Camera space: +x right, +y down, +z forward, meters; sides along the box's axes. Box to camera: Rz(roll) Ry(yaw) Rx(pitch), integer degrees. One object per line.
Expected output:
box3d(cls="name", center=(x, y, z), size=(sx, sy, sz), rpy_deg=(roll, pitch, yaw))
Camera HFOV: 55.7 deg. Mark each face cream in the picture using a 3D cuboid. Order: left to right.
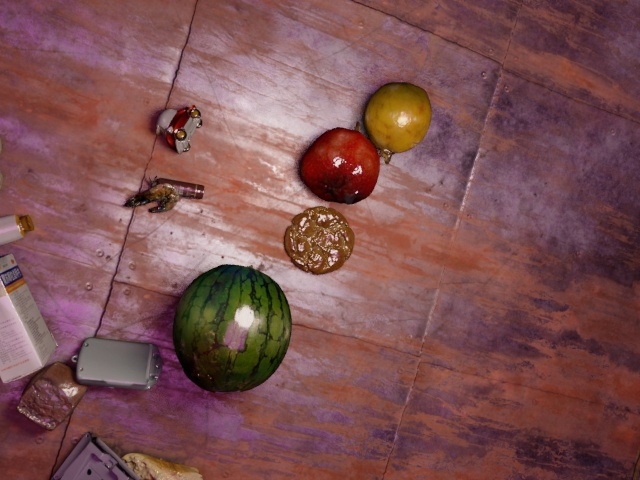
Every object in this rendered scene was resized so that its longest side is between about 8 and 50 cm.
box3d(cls="face cream", center=(-0.870, -0.021, 1.631), size=(0.182, 0.051, 0.072), rpy_deg=(-19, 97, -13))

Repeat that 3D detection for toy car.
box3d(cls="toy car", center=(-0.408, -0.329, 1.721), size=(0.112, 0.112, 0.139), rpy_deg=(27, 76, 0))

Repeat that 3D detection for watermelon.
box3d(cls="watermelon", center=(-0.242, 0.240, 1.680), size=(0.363, 0.363, 0.363), rpy_deg=(-1, 94, -15))

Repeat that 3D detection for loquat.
box3d(cls="loquat", center=(0.227, -0.350, 1.828), size=(0.213, 0.213, 0.246), rpy_deg=(19, 83, -16))

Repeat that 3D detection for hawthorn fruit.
box3d(cls="hawthorn fruit", center=(0.077, -0.245, 1.805), size=(0.230, 0.210, 0.266), rpy_deg=(27, 74, -7))

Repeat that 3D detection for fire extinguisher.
box3d(cls="fire extinguisher", center=(-0.418, -0.152, 1.753), size=(0.158, 0.043, 0.064), rpy_deg=(9, 133, -15))

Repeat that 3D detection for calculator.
box3d(cls="calculator", center=(-0.571, 0.346, 1.707), size=(0.246, 0.045, 0.141), rpy_deg=(10, 51, -17))

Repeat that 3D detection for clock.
box3d(cls="clock", center=(-0.621, 0.676, 1.677), size=(0.253, 0.083, 0.186), rpy_deg=(34, 83, 19))

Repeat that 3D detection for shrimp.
box3d(cls="shrimp", center=(-0.480, -0.109, 1.726), size=(0.161, 0.034, 0.091), rpy_deg=(-17, 125, 5))

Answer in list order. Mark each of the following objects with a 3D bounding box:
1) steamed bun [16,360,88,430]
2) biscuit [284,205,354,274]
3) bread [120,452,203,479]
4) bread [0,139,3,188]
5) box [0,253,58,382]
box3d(cls="steamed bun", center=(-0.739, 0.428, 1.668), size=(0.145, 0.106, 0.175), rpy_deg=(37, 86, -15))
box3d(cls="biscuit", center=(0.000, 0.000, 1.880), size=(0.226, 0.042, 0.226), rpy_deg=(-1, 94, -14))
box3d(cls="bread", center=(-0.463, 0.737, 1.781), size=(0.211, 0.224, 0.184), rpy_deg=(29, 76, -57))
box3d(cls="bread", center=(-0.932, -0.205, 1.576), size=(0.183, 0.102, 0.337), rpy_deg=(-2, 95, -15))
box3d(cls="box", center=(-0.816, 0.195, 1.582), size=(0.106, 0.200, 0.299), rpy_deg=(-24, 100, -11))
